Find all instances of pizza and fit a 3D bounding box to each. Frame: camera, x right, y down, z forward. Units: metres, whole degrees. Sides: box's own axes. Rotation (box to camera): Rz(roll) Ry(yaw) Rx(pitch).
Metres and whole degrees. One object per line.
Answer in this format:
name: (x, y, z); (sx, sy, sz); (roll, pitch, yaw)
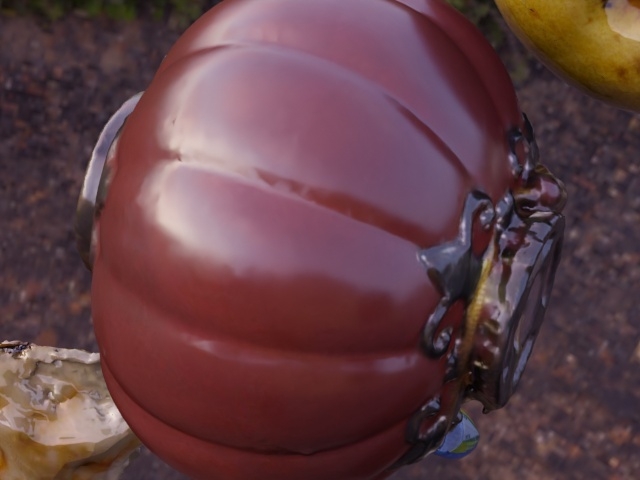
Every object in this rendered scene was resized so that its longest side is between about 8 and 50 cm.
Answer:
pizza: (-0.350, 0.234, 1.316); (0.434, 0.392, 0.080); (3, 41, -2)

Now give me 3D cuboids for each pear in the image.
pear: (0.195, -0.180, 0.942); (0.208, 0.209, 0.209); (11, 43, -11)

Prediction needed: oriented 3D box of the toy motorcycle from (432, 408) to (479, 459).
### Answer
toy motorcycle: (0.042, 0.145, 1.268); (0.254, 0.135, 0.092); (28, 49, -59)

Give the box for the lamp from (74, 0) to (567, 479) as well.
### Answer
lamp: (0.000, 0.000, 0.904); (0.257, 0.303, 0.303); (17, 40, 17)
